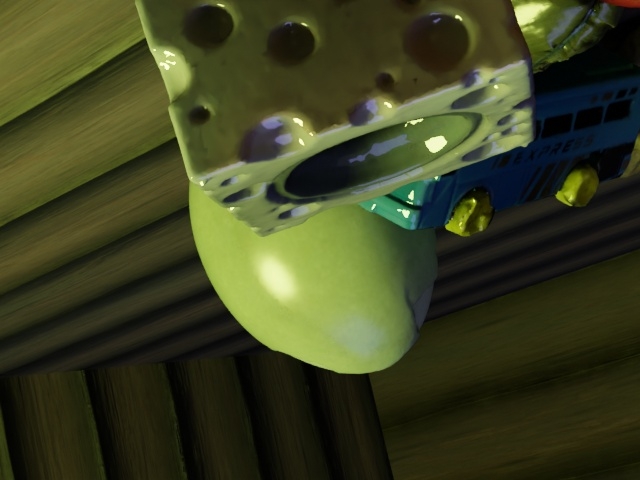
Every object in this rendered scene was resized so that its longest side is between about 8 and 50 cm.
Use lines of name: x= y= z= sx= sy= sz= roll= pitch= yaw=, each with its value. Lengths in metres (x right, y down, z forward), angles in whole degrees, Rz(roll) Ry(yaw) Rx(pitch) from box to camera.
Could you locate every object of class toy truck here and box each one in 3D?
toy truck: x=0.187 y=-0.120 z=1.587 sx=0.385 sy=0.162 sz=0.161 roll=-15 pitch=-144 yaw=-41

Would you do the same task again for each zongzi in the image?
zongzi: x=0.222 y=-0.221 z=1.404 sx=0.274 sy=0.125 sz=0.251 roll=-7 pitch=176 yaw=-45

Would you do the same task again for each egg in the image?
egg: x=0.000 y=0.000 z=1.716 sx=0.278 sy=0.336 sz=0.278 roll=-22 pitch=173 yaw=-3

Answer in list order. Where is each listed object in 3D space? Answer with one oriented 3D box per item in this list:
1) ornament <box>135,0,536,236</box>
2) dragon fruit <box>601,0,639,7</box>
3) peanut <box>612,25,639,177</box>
ornament: x=0.009 y=-0.165 z=1.082 sx=0.240 sy=0.239 sz=0.239 roll=-19 pitch=168 yaw=5
dragon fruit: x=0.219 y=-0.265 z=0.930 sx=0.241 sy=0.241 sz=0.252 roll=-3 pitch=133 yaw=-42
peanut: x=0.398 y=-0.169 z=1.815 sx=0.149 sy=0.149 sz=0.313 roll=-11 pitch=169 yaw=-12
